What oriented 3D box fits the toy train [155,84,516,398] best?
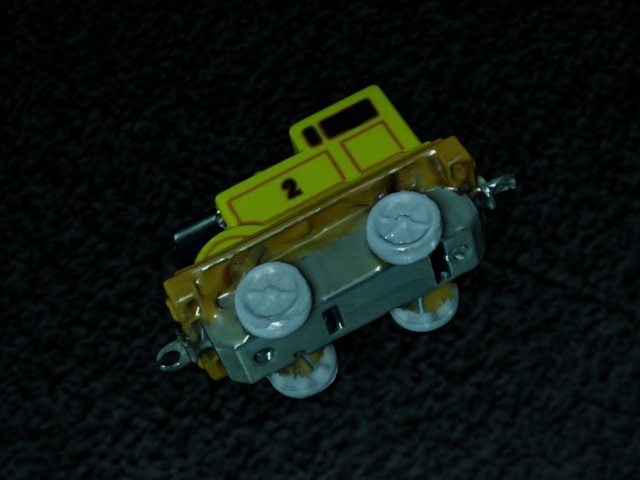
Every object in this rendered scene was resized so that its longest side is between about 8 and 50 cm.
[{"bbox_3d":[0.000,0.000,0.894,0.219,0.089,0.127,-28,55,-5],"label":"toy train"}]
